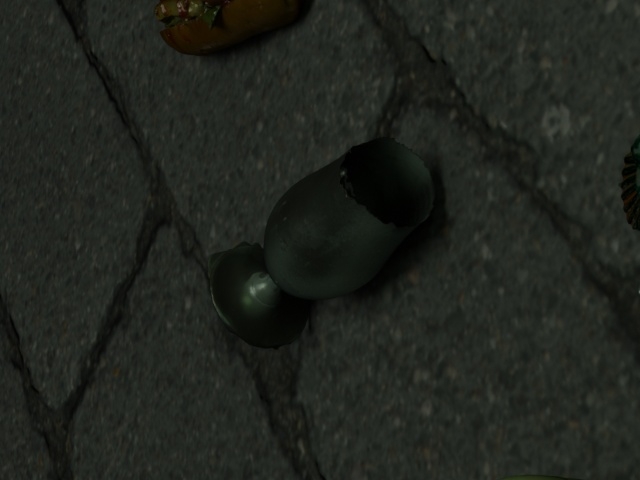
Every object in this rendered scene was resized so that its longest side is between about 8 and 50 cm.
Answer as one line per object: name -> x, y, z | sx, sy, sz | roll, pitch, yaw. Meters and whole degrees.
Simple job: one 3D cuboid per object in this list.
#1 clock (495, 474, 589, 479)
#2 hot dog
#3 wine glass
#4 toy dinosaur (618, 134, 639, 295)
clock -> 0.101, 0.323, 1.207 | 0.348, 0.117, 0.286 | -35, 53, 52
hot dog -> -0.096, -0.232, 1.745 | 0.250, 0.076, 0.104 | -3, 80, 57
wine glass -> 0.000, 0.000, 1.491 | 0.222, 0.103, 0.103 | -40, 48, 47
toy dinosaur -> 0.216, -0.050, 1.202 | 0.106, 0.044, 0.187 | 109, 151, -46
